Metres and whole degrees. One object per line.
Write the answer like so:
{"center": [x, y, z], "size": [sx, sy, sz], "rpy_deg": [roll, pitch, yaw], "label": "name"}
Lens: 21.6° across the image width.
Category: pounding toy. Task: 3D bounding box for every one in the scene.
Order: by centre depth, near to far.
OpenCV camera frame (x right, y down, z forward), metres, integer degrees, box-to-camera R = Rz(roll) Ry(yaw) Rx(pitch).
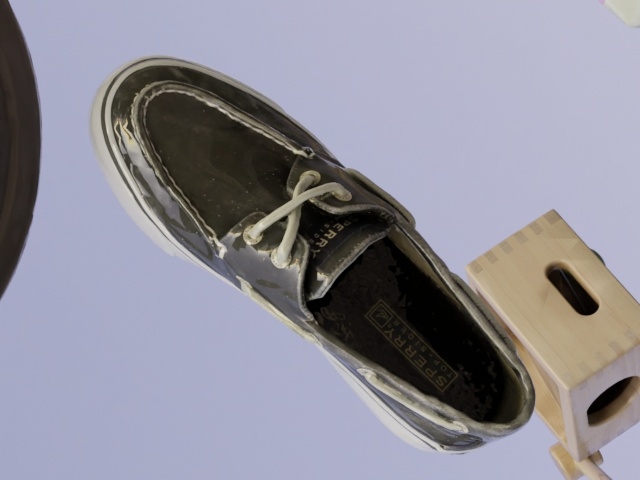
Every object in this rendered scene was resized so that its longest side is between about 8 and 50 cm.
{"center": [0.207, 0.107, 1.257], "size": [0.094, 0.206, 0.181], "rpy_deg": [-33, -122, -8], "label": "pounding toy"}

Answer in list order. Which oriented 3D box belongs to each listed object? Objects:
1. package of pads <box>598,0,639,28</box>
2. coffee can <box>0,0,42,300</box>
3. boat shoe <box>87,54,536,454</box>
{"center": [0.095, -0.246, 0.657], "size": [0.101, 0.229, 0.296], "rpy_deg": [-21, -130, -23], "label": "package of pads"}
{"center": [-0.289, -0.048, 0.723], "size": [0.275, 0.202, 0.201], "rpy_deg": [9, -156, 32], "label": "coffee can"}
{"center": [0.000, 0.000, 0.676], "size": [0.219, 0.070, 0.078], "rpy_deg": [40, -104, -3], "label": "boat shoe"}
